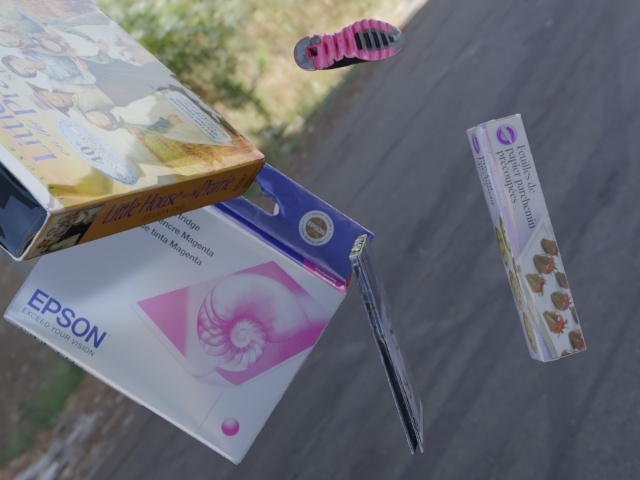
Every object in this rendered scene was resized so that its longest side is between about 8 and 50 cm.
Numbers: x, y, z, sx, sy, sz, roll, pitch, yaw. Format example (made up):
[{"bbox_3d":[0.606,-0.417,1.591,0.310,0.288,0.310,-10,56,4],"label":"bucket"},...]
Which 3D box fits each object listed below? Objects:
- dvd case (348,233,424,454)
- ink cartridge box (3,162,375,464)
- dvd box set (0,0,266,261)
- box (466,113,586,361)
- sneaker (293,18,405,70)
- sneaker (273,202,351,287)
[{"bbox_3d":[0.075,0.108,1.458,0.018,0.221,0.164,-17,6,6],"label":"dvd case"},{"bbox_3d":[-0.145,0.040,1.569,0.330,0.324,0.071,-58,6,-9],"label":"ink cartridge box"},{"bbox_3d":[-0.260,-0.134,1.287,0.062,0.307,0.420,-52,-12,21],"label":"dvd box set"},{"bbox_3d":[0.270,-0.002,1.753,0.063,0.324,0.067,-16,2,-9],"label":"box"},{"bbox_3d":[0.033,-0.205,1.428,0.119,0.047,0.057,-7,-7,10],"label":"sneaker"},{"bbox_3d":[0.000,0.000,2.379,0.087,0.221,0.128,-17,-12,-38],"label":"sneaker"}]
